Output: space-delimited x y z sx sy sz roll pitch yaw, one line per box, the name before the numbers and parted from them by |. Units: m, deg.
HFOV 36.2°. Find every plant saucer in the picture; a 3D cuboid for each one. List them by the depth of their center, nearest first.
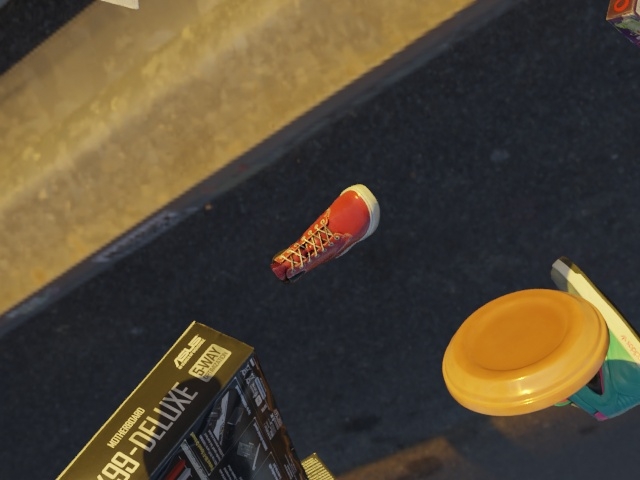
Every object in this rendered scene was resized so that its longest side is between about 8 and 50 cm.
plant saucer | 0.234 0.120 1.142 0.200 0.200 0.037 -22 119 12

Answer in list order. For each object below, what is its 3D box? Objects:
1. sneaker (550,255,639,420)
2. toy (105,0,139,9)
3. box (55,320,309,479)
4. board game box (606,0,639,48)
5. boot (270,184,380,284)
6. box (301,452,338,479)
sneaker | 0.392 0.167 1.508 0.178 0.295 0.124 -42 126 13
toy | -0.372 -0.441 1.457 0.237 0.056 0.136 16 142 12
box | -0.118 0.264 0.900 0.077 0.242 0.307 20 146 32
board game box | 0.500 -0.404 1.341 0.208 0.346 0.056 26 162 -29
boot | 0.000 0.000 1.777 0.176 0.088 0.244 -30 168 -31
box | 0.006 0.543 1.723 0.143 0.270 0.165 -24 145 -31
